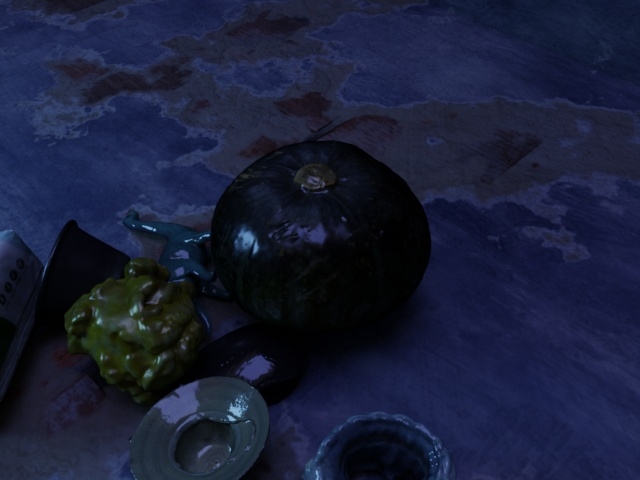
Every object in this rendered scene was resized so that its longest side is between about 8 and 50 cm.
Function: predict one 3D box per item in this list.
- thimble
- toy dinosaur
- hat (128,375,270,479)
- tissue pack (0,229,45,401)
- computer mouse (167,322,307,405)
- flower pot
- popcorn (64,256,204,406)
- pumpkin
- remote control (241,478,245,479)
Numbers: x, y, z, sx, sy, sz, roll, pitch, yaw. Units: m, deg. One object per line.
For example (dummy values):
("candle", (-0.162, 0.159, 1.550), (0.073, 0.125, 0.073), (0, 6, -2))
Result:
("thimble", (0.093, 0.398, 1.075), (0.250, 0.171, 0.204), (2, 46, 2))
("toy dinosaur", (-0.359, 0.060, 1.508), (0.331, 0.129, 0.383), (-3, 45, 14))
("hat", (-0.200, 0.370, 1.159), (0.252, 0.110, 0.252), (-9, 39, 7))
("tissue pack", (-0.725, 0.174, 1.293), (0.266, 0.193, 0.356), (-13, 43, 12))
("computer mouse", (-0.166, 0.253, 1.292), (0.295, 0.087, 0.168), (-23, 48, -15))
("flower pot", (-0.496, 0.084, 1.411), (0.148, 0.235, 0.235), (15, 44, -10))
("popcorn", (-0.340, 0.174, 1.278), (0.250, 0.235, 0.241), (42, 90, 17))
("pumpkin", (0.000, 0.000, 1.363), (0.455, 0.343, 0.454), (0, 39, 0))
("remote control", (-0.217, 0.470, 1.117), (0.212, 0.028, 0.059), (-21, 44, -19))
